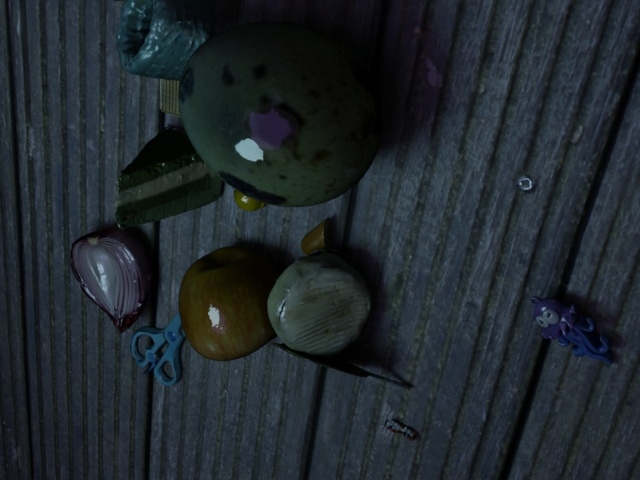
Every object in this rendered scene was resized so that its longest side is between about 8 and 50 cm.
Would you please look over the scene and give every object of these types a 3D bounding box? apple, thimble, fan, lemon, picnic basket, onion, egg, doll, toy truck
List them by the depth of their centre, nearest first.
[{"bbox_3d":[-0.085,-0.249,1.740,0.428,0.345,0.345,27,125,18],"label":"egg"},{"bbox_3d":[0.492,0.174,1.754,0.206,0.067,0.110,37,137,0],"label":"doll"},{"bbox_3d":[-0.316,-0.432,1.855,0.235,0.143,0.199,8,92,57],"label":"thimble"},{"bbox_3d":[-0.275,-0.329,1.998,0.164,0.079,0.115,20,123,24],"label":"picnic basket"},{"bbox_3d":[0.047,0.281,2.035,0.335,0.229,0.011,19,89,-8],"label":"fan"},{"bbox_3d":[-0.160,-0.097,2.050,0.083,0.062,0.062,22,124,7],"label":"lemon"},{"bbox_3d":[-0.203,0.139,2.070,0.264,0.264,0.264,15,120,27],"label":"apple"},{"bbox_3d":[0.185,0.444,2.113,0.083,0.024,0.032,24,153,19],"label":"toy truck"},{"bbox_3d":[-0.524,0.099,2.347,0.227,0.120,0.284,3,111,30],"label":"onion"}]

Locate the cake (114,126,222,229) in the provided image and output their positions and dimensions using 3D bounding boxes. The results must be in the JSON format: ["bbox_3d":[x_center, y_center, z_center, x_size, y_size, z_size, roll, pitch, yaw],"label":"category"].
[{"bbox_3d":[-0.332,-0.128,2.020,0.172,0.283,0.158,9,119,11],"label":"cake"}]

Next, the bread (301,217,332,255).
[{"bbox_3d":[0.001,0.000,1.999,0.062,0.049,0.103,53,131,0],"label":"bread"}]

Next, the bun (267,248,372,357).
[{"bbox_3d":[-0.007,0.131,1.978,0.141,0.239,0.239,37,137,58],"label":"bun"}]

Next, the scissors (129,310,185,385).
[{"bbox_3d":[-0.395,0.248,2.394,0.180,0.032,0.393,44,130,8],"label":"scissors"}]
